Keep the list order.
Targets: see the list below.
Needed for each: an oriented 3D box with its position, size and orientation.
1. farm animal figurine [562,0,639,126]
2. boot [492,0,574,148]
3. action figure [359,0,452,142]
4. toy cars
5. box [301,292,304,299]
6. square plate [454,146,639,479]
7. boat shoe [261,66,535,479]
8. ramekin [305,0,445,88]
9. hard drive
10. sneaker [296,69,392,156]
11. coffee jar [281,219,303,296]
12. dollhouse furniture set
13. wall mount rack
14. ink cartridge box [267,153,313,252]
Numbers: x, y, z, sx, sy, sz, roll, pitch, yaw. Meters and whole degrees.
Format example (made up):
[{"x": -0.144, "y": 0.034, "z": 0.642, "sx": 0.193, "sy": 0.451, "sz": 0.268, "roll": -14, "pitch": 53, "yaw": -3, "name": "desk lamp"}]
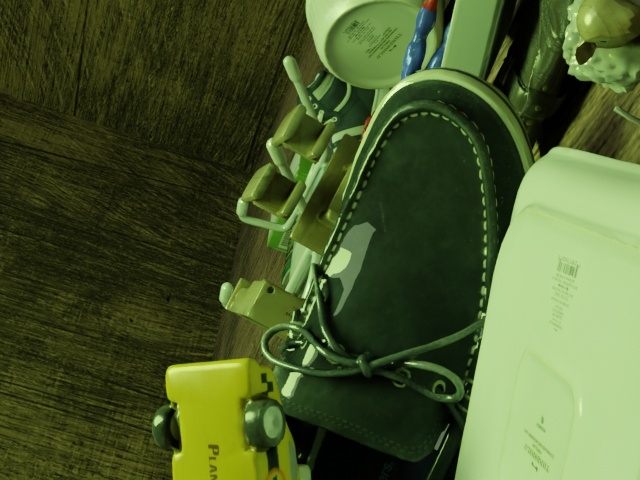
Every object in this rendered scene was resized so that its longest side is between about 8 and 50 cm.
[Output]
[{"x": 0.224, "y": -0.201, "z": 0.506, "sx": 0.327, "sy": 0.172, "sz": 0.330, "roll": -92, "pitch": 22, "yaw": -63, "name": "farm animal figurine"}, {"x": 0.206, "y": -0.213, "z": 0.900, "sx": 0.229, "sy": 0.091, "sz": 0.263, "roll": 108, "pitch": 180, "yaw": -50, "name": "boot"}, {"x": 0.128, "y": -0.207, "z": 1.281, "sx": 0.139, "sy": 0.091, "sz": 0.280, "roll": -73, "pitch": 4, "yaw": -67, "name": "action figure"}, {"x": 0.010, "y": 0.248, "z": 0.685, "sx": 0.176, "sy": 0.393, "sz": 0.087, "roll": -53, "pitch": -27, "yaw": 20, "name": "toy cars"}, {"x": 0.032, "y": 0.073, "z": 1.341, "sx": 0.169, "sy": 0.087, "sz": 0.290, "roll": 128, "pitch": 158, "yaw": -64, "name": "box"}, {"x": 0.146, "y": 0.121, "z": 0.581, "sx": 0.347, "sy": 0.049, "sz": 0.344, "roll": -128, "pitch": 46, "yaw": -79, "name": "square plate"}, {"x": 0.052, "y": 0.109, "z": 0.802, "sx": 0.156, "sy": 0.187, "sz": 0.500, "roll": -12, "pitch": -61, "yaw": -62, "name": "boat shoe"}, {"x": 0.082, "y": -0.315, "z": 1.432, "sx": 0.207, "sy": 0.207, "sz": 0.109, "roll": 118, "pitch": 157, "yaw": -46, "name": "ramekin"}, {"x": 0.174, "y": -0.266, "z": 0.960, "sx": 0.307, "sy": 0.040, "sz": 0.203, "roll": -58, "pitch": -19, "yaw": -61, "name": "hard drive"}, {"x": 0.017, "y": -0.151, "z": 1.620, "sx": 0.099, "sy": 0.153, "sz": 0.282, "roll": 128, "pitch": 157, "yaw": -66, "name": "sneaker"}, {"x": -0.016, "y": 0.004, "z": 1.757, "sx": 0.096, "sy": 0.079, "sz": 0.184, "roll": 119, "pitch": 166, "yaw": -48, "name": "coffee jar"}, {"x": 0.000, "y": 0.000, "z": 1.158, "sx": 0.242, "sy": 0.212, "sz": 0.161, "roll": -62, "pitch": 10, "yaw": -8, "name": "dollhouse furniture set"}, {"x": -0.047, "y": -0.064, "z": 1.381, "sx": 0.350, "sy": 0.130, "sz": 0.304, "roll": -85, "pitch": 16, "yaw": -49, "name": "wall mount rack"}, {"x": -0.025, "y": -0.117, "z": 1.966, "sx": 0.255, "sy": 0.097, "sz": 0.189, "roll": -87, "pitch": 17, "yaw": -52, "name": "ink cartridge box"}]
